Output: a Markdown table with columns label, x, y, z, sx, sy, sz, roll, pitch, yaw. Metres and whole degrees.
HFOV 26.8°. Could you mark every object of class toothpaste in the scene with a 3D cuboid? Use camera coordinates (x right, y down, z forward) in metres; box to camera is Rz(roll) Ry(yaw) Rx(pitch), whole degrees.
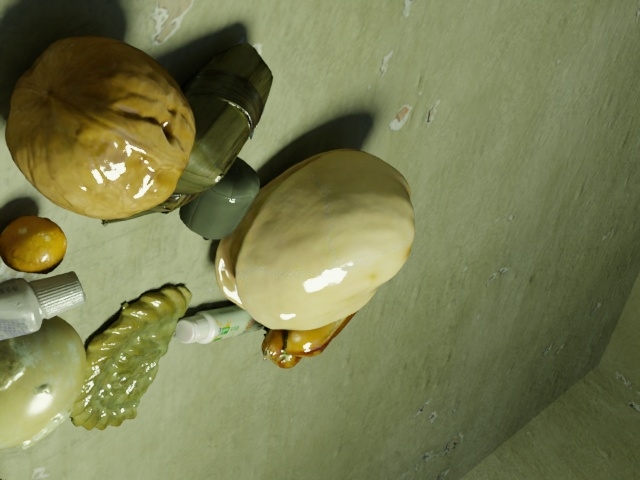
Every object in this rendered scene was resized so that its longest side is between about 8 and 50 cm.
| label | x | y | z | sx | sy | sz | roll | pitch | yaw |
| --- | --- | --- | --- | --- | --- | --- | --- | --- | --- |
| toothpaste | -0.418 | 0.099 | 1.593 | 0.282 | 0.068 | 0.099 | -17 | 122 | -12 |
| toothpaste | -0.125 | 0.128 | 2.181 | 0.314 | 0.058 | 0.056 | -7 | 92 | -59 |

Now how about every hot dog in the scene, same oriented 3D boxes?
| label | x | y | z | sx | sy | sz | roll | pitch | yaw |
| --- | --- | --- | --- | --- | --- | --- | --- | --- | --- |
| hot dog | 0.006 | 0.095 | 2.221 | 0.135 | 0.100 | 0.337 | -27 | -167 | 43 |

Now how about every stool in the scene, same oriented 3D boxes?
| label | x | y | z | sx | sy | sz | roll | pitch | yaw |
| --- | --- | --- | --- | --- | --- | --- | --- | --- | --- |
| stool | -0.141 | -0.061 | 1.843 | 0.096 | 0.096 | 0.110 | -18 | 147 | -47 |

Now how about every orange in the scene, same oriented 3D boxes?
| label | x | y | z | sx | sy | sz | roll | pitch | yaw |
| --- | --- | --- | --- | --- | --- | --- | --- | --- | --- |
| orange | -0.347 | 0.005 | 1.621 | 0.083 | 0.083 | 0.070 | 24 | 73 | -64 |

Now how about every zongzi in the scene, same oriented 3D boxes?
| label | x | y | z | sx | sy | sz | roll | pitch | yaw |
| --- | --- | --- | --- | --- | --- | --- | --- | --- | --- |
| zongzi | -0.170 | -0.128 | 1.722 | 0.242 | 0.112 | 0.221 | -32 | -160 | 49 |

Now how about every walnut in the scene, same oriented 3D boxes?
| label | x | y | z | sx | sy | sz | roll | pitch | yaw |
| --- | --- | --- | --- | --- | --- | --- | --- | --- | --- |
| walnut | -0.243 | -0.124 | 1.482 | 0.195 | 0.195 | 0.222 | -49 | 153 | 1 |

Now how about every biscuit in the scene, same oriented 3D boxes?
| label | x | y | z | sx | sy | sz | roll | pitch | yaw |
| --- | --- | --- | --- | --- | --- | --- | --- | --- | --- |
| biscuit | -0.300 | 0.189 | 2.001 | 0.187 | 0.036 | 0.273 | -13 | 137 | -51 |

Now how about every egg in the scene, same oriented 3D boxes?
| label | x | y | z | sx | sy | sz | roll | pitch | yaw |
| --- | --- | --- | --- | --- | --- | --- | --- | --- | --- |
| egg | -0.391 | 0.176 | 1.700 | 0.201 | 0.164 | 0.164 | -42 | 155 | -1 |

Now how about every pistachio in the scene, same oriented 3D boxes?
| label | x | y | z | sx | sy | sz | roll | pitch | yaw |
| --- | --- | --- | --- | --- | --- | --- | --- | --- | --- |
| pistachio | 0.000 | 0.000 | 2.010 | 0.321 | 0.229 | 0.238 | -36 | 112 | -13 |

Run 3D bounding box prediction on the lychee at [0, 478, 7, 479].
| label | x | y | z | sx | sy | sz | roll | pitch | yaw |
| --- | --- | --- | --- | --- | --- | --- | --- | --- | --- |
| lychee | -0.482 | 0.435 | 1.889 | 0.194 | 0.194 | 0.194 | -37 | 152 | -23 |
